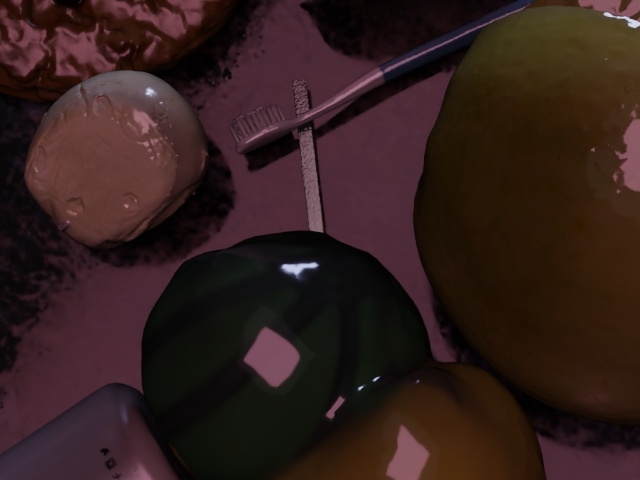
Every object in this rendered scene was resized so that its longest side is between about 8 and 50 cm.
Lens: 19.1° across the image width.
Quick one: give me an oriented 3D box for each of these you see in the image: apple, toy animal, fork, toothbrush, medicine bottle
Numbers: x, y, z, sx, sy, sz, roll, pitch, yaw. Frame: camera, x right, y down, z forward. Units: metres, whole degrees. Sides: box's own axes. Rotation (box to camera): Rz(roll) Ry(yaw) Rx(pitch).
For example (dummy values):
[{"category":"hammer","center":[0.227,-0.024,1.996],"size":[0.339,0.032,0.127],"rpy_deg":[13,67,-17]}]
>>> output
[{"category":"apple","center":[0.197,-0.032,1.200],"size":[0.254,0.292,0.292],"rpy_deg":[27,84,14]},{"category":"toy animal","center":[0.033,0.136,1.209],"size":[0.191,0.216,0.338],"rpy_deg":[-39,84,33]},{"category":"fork","center":[0.000,0.001,1.352],"size":[0.039,0.021,0.235],"rpy_deg":[-6,79,0]},{"category":"toothbrush","center":[0.061,-0.129,1.356],"size":[0.275,0.019,0.025],"rpy_deg":[-25,72,-4]},{"category":"medicine bottle","center":[-0.208,0.232,1.263],"size":[0.288,0.157,0.157],"rpy_deg":[-34,79,0]}]

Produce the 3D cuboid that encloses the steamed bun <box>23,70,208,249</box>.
[{"category":"steamed bun","center":[-0.138,-0.063,1.333],"size":[0.130,0.091,0.112],"rpy_deg":[-39,94,29]}]

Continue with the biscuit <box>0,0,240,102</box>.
[{"category":"biscuit","center":[-0.179,-0.240,1.381],"size":[0.295,0.075,0.296],"rpy_deg":[-1,82,5]}]
